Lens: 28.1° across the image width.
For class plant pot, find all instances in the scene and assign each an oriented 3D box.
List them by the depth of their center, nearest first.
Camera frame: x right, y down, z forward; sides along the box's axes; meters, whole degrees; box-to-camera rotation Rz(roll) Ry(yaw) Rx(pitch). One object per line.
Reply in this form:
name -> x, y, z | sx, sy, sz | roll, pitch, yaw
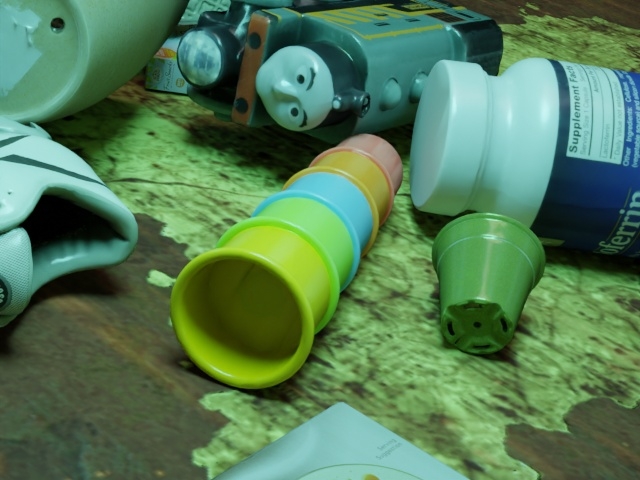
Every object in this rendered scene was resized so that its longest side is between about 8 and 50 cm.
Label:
plant pot -> 0.114, 0.037, 0.905 | 0.083, 0.083, 0.079 | 14, 40, 4
plant pot -> -0.229, -0.195, 0.996 | 0.257, 0.256, 0.274 | 9, 26, -7

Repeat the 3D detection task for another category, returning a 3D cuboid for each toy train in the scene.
toy train -> 0.024, -0.166, 1.152 | 0.190, 0.142, 0.334 | 24, 23, 27

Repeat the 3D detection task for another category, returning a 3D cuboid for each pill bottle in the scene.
pill bottle -> 0.216, -0.068, 1.055 | 0.265, 0.153, 0.153 | 8, 27, -8

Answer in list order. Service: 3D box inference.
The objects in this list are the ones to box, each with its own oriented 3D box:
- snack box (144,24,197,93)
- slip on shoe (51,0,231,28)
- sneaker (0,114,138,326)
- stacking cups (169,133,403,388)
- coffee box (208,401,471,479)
snack box -> -0.122, -0.185, 1.270 | 0.100, 0.037, 0.141 | 5, 27, -9
slip on shoe -> -0.184, -0.255, 1.236 | 0.331, 0.123, 0.101 | -23, 28, -16
sneaker -> -0.250, -0.001, 0.763 | 0.146, 0.122, 0.330 | 28, 31, 33
stacking cups -> 0.000, 0.000, 0.919 | 0.096, 0.096, 0.316 | 19, 23, 13
coffee box -> -0.019, 0.180, 0.534 | 0.141, 0.098, 0.246 | 28, 31, 29
